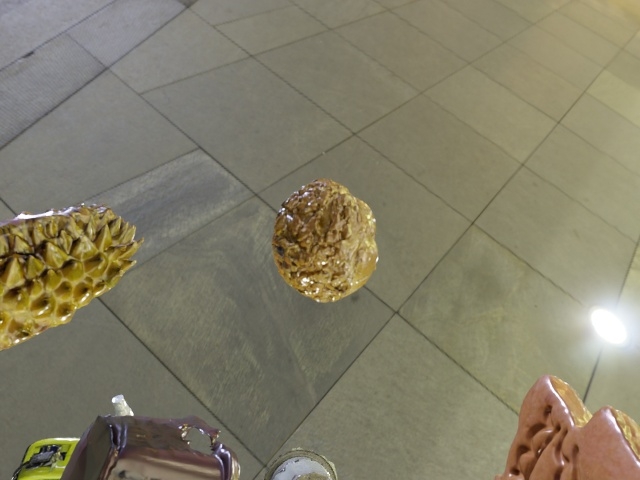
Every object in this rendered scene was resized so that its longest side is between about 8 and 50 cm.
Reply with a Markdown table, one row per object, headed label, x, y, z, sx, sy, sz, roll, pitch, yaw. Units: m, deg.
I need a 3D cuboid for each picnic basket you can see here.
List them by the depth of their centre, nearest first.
| label | x | y | z | sx | sy | sz | roll | pitch | yaw |
| --- | --- | --- | --- | --- | --- | --- | --- | --- | --- |
| picnic basket | -0.216 | 0.323 | 0.477 | 0.129 | 0.222 | 0.296 | 30 | 73 | -27 |

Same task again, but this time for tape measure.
| label | x | y | z | sx | sy | sz | roll | pitch | yaw |
| --- | --- | --- | --- | --- | --- | --- | --- | --- | --- |
| tape measure | -0.558 | 0.493 | 1.035 | 0.186 | 0.199 | 0.112 | 1 | 46 | -8 |

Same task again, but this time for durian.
| label | x | y | z | sx | sy | sz | roll | pitch | yaw |
| --- | --- | --- | --- | --- | --- | --- | --- | --- | --- |
| durian | -0.367 | 0.032 | 0.514 | 0.341 | 0.112 | 0.191 | -12 | 35 | -24 |

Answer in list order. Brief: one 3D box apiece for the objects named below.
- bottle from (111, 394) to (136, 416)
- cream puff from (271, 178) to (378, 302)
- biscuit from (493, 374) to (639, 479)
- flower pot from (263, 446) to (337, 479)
| label | x | y | z | sx | sy | sz | roll | pitch | yaw |
| --- | --- | --- | --- | --- | --- | --- | --- | --- | --- |
| bottle | -0.456 | 0.468 | 1.148 | 0.060 | 0.217 | 0.060 | -8 | 21 | 3 |
| cream puff | 0.000 | 0.000 | 0.620 | 0.115 | 0.150 | 0.165 | 5 | 58 | -52 |
| biscuit | 0.223 | 0.251 | 0.384 | 0.043 | 0.306 | 0.283 | 17 | 71 | -6 |
| flower pot | -0.049 | 0.853 | 1.583 | 0.290 | 0.259 | 0.290 | 4 | 69 | -10 |
